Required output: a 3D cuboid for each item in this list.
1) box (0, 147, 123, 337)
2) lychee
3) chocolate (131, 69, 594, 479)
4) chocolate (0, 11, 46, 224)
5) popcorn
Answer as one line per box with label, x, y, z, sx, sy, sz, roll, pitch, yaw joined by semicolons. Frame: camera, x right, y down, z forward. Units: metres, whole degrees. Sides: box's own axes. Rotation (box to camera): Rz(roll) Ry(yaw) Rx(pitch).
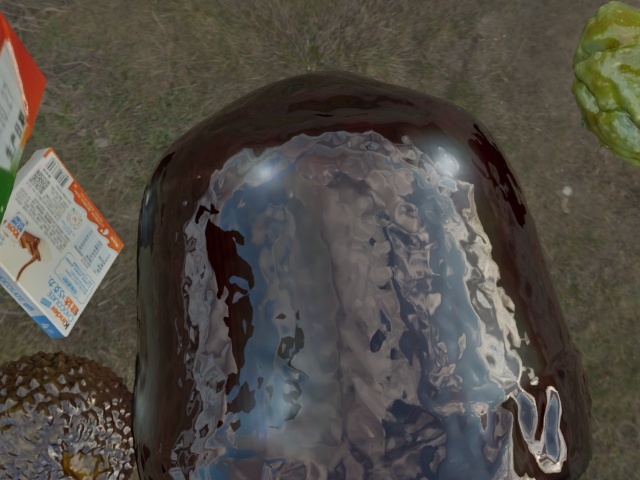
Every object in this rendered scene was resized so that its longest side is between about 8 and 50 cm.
box;-0.526;0.004;1.295;0.048;0.265;0.273;-8;129;23
lychee;-0.426;0.299;1.063;0.267;0.267;0.268;0;105;-1
chocolate;-0.002;0.046;0.534;0.383;0.383;0.332;-18;86;4
chocolate;-0.593;-0.164;0.879;0.359;0.342;0.162;-1;140;-5
popcorn;0.340;-0.168;0.630;0.197;0.198;0.213;12;121;-4
